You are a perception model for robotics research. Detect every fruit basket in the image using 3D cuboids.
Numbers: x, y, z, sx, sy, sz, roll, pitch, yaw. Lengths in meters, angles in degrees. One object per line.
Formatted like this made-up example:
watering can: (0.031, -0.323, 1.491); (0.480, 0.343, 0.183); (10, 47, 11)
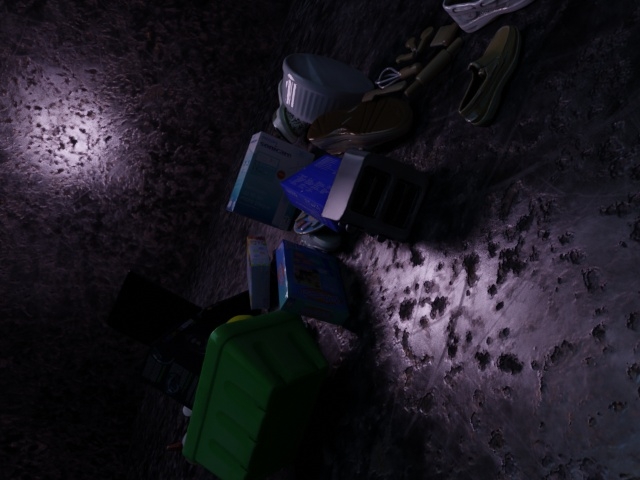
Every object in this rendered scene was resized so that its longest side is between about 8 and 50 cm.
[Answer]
fruit basket: (-0.180, 0.309, 1.088); (0.392, 0.283, 0.391); (6, 99, 43)

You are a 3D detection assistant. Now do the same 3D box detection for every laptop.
laptop: (-0.504, 0.244, 1.727); (0.236, 0.408, 0.382); (54, 132, 15)

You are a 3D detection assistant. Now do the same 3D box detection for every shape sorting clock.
shape sorting clock: (0.011, -0.089, 1.268); (0.206, 0.040, 0.206); (-28, 23, 13)

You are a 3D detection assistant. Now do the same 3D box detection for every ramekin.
ramekin: (0.010, -0.438, 1.381); (0.272, 0.273, 0.127); (-99, 23, -49)

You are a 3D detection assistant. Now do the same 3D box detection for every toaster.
toaster: (0.116, -0.097, 0.970); (0.110, 0.168, 0.185); (33, 103, 65)

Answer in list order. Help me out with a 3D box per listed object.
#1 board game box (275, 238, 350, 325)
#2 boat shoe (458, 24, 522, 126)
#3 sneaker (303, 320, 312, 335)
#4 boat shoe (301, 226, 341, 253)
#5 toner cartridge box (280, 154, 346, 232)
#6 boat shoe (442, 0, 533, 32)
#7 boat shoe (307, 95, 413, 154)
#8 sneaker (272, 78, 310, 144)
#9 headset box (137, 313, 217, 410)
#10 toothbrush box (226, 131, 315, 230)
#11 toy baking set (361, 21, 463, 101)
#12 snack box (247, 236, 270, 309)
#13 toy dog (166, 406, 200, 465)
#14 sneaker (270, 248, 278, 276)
board game box: (-0.024, 0.098, 1.132); (0.047, 0.160, 0.210); (-58, 25, 29)
boat shoe: (0.300, -0.304, 0.837); (0.068, 0.072, 0.189); (9, 80, 68)
sneaker: (-0.070, 0.288, 1.207); (0.071, 0.069, 0.169); (153, 132, -67)
boat shoe: (-0.001, 0.000, 1.294); (0.227, 0.080, 0.081); (-140, 47, -64)
toner cartridge box: (0.027, -0.133, 1.191); (0.165, 0.075, 0.348); (-32, 24, -10)
boat shoe: (0.335, -0.485, 0.873); (0.277, 0.096, 0.098); (-11, 61, 64)
boat shoe: (0.113, -0.284, 1.209); (0.341, 0.110, 0.121); (9, 68, 50)
sneaker: (-0.064, -0.548, 1.861); (0.182, 0.158, 0.409); (-19, 46, 23)
headset box: (-0.359, 0.388, 1.444); (0.131, 0.283, 0.246); (-63, -7, 18)
toothbrush box: (-0.178, -0.208, 1.671); (0.126, 0.217, 0.295); (14, 83, 67)
toy baking set: (0.215, -0.405, 1.098); (0.256, 0.030, 0.196); (-47, 31, 8)
snack box: (-0.215, 0.109, 1.611); (0.207, 0.070, 0.174); (-110, 21, -59)
toy dog: (-0.430, 0.622, 1.629); (0.220, 0.161, 0.333); (-55, 27, 32)
sneaker: (-0.137, 0.066, 1.581); (0.057, 0.047, 0.119); (-37, 39, 35)
